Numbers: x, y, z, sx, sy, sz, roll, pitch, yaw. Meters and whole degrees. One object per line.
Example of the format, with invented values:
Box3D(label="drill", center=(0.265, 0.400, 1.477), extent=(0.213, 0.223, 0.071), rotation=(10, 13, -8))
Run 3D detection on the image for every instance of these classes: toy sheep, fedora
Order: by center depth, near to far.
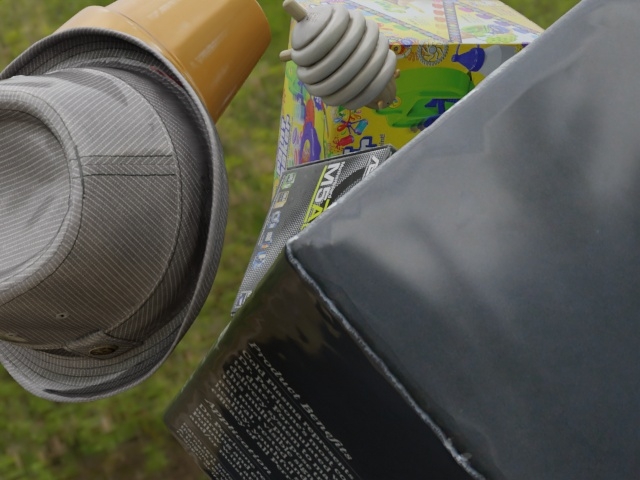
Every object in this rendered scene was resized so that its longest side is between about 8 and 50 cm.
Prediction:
Box3D(label="fedora", center=(-0.190, -0.016, 0.936), extent=(0.275, 0.244, 0.124), rotation=(-10, -6, 38))
Box3D(label="toy sheep", center=(0.015, -0.157, 1.258), extent=(0.091, 0.132, 0.091), rotation=(-41, 27, 26))

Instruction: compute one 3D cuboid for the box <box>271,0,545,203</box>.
Box3D(label="box", center=(0.106, -0.125, 1.769), extent=(0.279, 0.290, 0.177), rotation=(-4, 27, -21))

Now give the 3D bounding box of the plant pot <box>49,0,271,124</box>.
Box3D(label="plant pot", center=(-0.161, -0.202, 1.624), extent=(0.188, 0.205, 0.205), rotation=(-45, 4, -20))

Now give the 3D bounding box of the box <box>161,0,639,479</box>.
Box3D(label="box", center=(0.175, 0.046, 1.142), extent=(0.480, 0.297, 0.472), rotation=(-40, -3, -24))

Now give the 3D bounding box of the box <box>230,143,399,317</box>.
Box3D(label="box", center=(0.000, 0.000, 1.562), extent=(0.045, 0.191, 0.184), rotation=(32, -23, -29))
